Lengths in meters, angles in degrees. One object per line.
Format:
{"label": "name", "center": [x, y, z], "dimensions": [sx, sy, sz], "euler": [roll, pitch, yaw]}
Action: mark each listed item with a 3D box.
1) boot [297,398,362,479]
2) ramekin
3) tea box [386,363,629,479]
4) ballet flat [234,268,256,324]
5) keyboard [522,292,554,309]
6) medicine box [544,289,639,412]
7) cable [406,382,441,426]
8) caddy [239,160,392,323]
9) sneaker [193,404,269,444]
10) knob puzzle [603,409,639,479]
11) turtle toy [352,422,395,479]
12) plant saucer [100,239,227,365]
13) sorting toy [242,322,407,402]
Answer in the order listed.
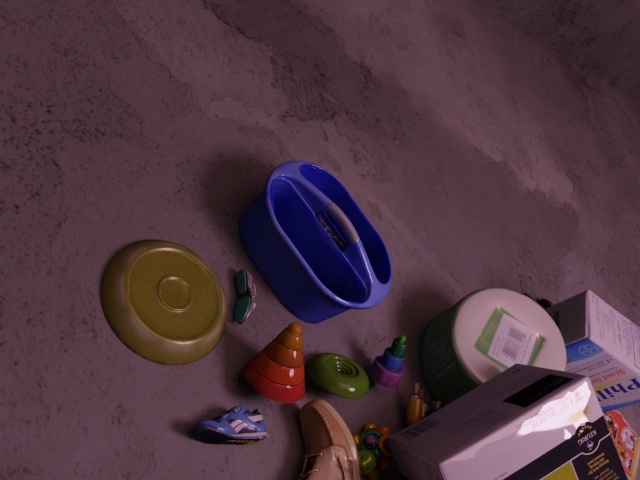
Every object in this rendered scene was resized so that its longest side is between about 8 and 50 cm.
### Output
{"label": "boot", "center": [-0.030, 0.410, 1.162], "dimensions": [0.203, 0.095, 0.262], "euler": [-3, 68, -40]}
{"label": "ramekin", "center": [0.387, 0.251, 1.511], "dimensions": [0.303, 0.148, 0.303], "euler": [7, 58, -12]}
{"label": "tea box", "center": [0.352, 0.445, 1.243], "dimensions": [0.329, 0.220, 0.323], "euler": [-23, 93, -19]}
{"label": "ballet flat", "center": [-0.139, 0.110, 1.305], "dimensions": [0.041, 0.041, 0.114], "euler": [19, 53, -32]}
{"label": "keyboard", "center": [0.638, 0.204, 1.920], "dimensions": [0.192, 0.038, 0.100], "euler": [34, 45, -20]}
{"label": "medicine box", "center": [0.649, 0.294, 1.701], "dimensions": [0.289, 0.263, 0.149], "euler": [34, 46, -19]}
{"label": "cable", "center": [0.201, 0.443, 1.388], "dimensions": [0.139, 0.072, 0.287], "euler": [45, 53, -33]}
{"label": "caddy", "center": [0.000, 0.000, 1.394], "dimensions": [0.341, 0.179, 0.241], "euler": [54, 41, 1]}
{"label": "sneaker", "center": [-0.153, 0.309, 1.150], "dimensions": [0.144, 0.053, 0.059], "euler": [19, 52, -42]}
{"label": "knob puzzle", "center": [0.806, 0.530, 1.855], "dimensions": [0.213, 0.030, 0.213], "euler": [22, 51, -29]}
{"label": "turtle toy", "center": [0.102, 0.402, 1.297], "dimensions": [0.130, 0.066, 0.095], "euler": [-22, 79, -47]}
{"label": "plant saucer", "center": [-0.262, 0.099, 1.204], "dimensions": [0.241, 0.037, 0.241], "euler": [23, 50, -30]}
{"label": "sorting toy", "center": [0.033, 0.213, 1.289], "dimensions": [0.365, 0.126, 0.127], "euler": [7, 23, -38]}
